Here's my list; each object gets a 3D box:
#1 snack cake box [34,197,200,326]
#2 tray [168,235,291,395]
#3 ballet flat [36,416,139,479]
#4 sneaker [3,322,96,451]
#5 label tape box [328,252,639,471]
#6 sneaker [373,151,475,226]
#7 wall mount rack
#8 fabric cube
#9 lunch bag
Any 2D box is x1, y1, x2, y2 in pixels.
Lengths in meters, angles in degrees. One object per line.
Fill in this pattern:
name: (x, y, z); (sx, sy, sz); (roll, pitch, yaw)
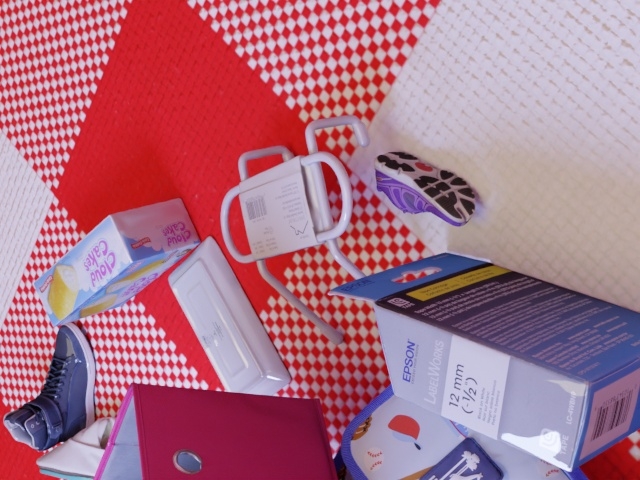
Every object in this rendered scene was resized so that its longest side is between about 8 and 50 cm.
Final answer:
snack cake box: (-0.338, 0.038, 1.877); (0.264, 0.152, 0.089); (-35, 77, 41)
tray: (-0.158, 0.141, 1.823); (0.145, 0.030, 0.270); (-42, 72, 40)
ballet flat: (-0.334, 0.374, 1.986); (0.400, 0.139, 0.139); (2, 102, 37)
sneaker: (-0.495, 0.272, 2.066); (0.086, 0.163, 0.226); (6, 102, 43)
label tape box: (0.213, 0.126, 1.338); (0.348, 0.249, 0.115); (17, 111, 38)
sneaker: (0.138, -0.059, 1.502); (0.170, 0.068, 0.071); (36, 136, 41)
wall mount rack: (0.000, 0.000, 1.559); (0.350, 0.130, 0.304); (-15, 87, 58)
fabric cube: (-0.136, 0.360, 1.433); (0.254, 0.258, 0.259); (-105, 31, -45)
lunch bag: (0.166, 0.369, 1.445); (0.328, 0.239, 0.385); (47, 123, 31)
